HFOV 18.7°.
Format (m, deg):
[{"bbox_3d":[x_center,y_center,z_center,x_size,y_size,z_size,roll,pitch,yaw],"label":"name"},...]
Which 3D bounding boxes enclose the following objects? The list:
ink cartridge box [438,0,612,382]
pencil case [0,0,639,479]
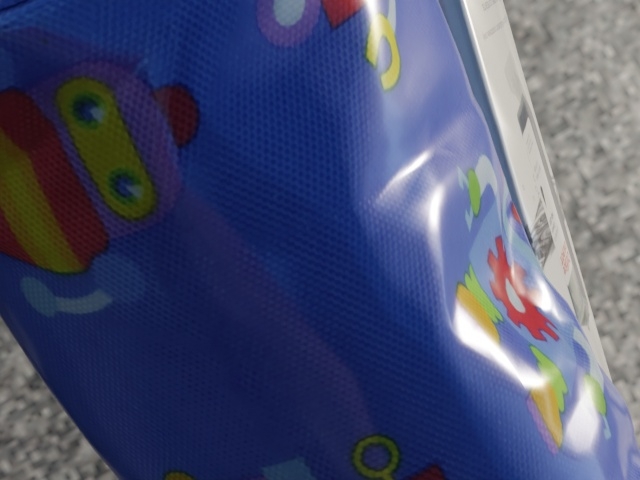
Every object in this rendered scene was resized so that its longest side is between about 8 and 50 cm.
[{"bbox_3d":[0.000,0.000,0.655,0.092,0.159,0.217,-41,115,-72],"label":"ink cartridge box"},{"bbox_3d":[0.016,0.035,0.448,0.306,0.119,0.133,59,24,-22],"label":"pencil case"}]
